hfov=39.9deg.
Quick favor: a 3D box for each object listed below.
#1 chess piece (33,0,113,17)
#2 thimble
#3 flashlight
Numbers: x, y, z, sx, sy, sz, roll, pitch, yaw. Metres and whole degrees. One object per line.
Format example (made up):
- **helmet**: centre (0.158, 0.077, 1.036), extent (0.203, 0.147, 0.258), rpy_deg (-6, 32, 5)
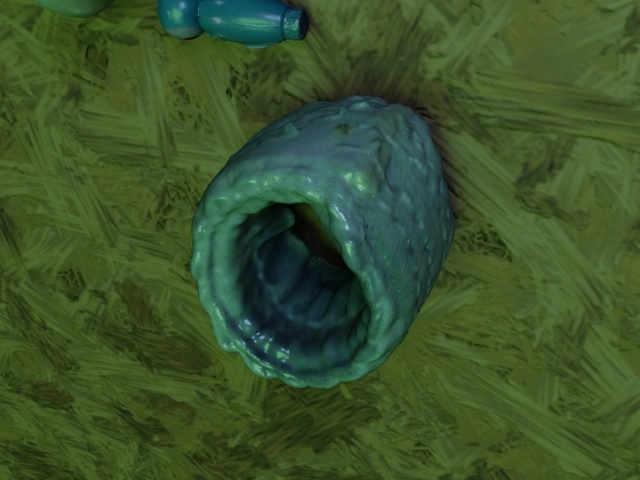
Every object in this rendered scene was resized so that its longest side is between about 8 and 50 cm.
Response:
- **chess piece**: centre (-0.115, -0.274, 0.629), extent (0.251, 0.144, 0.144), rpy_deg (-18, 114, 30)
- **thimble**: centre (0.000, 0.000, 0.745), extent (0.205, 0.172, 0.250), rpy_deg (32, 133, 4)
- **flashlight**: centre (-0.074, -0.187, 0.727), extent (0.129, 0.051, 0.051), rpy_deg (9, 127, 17)
